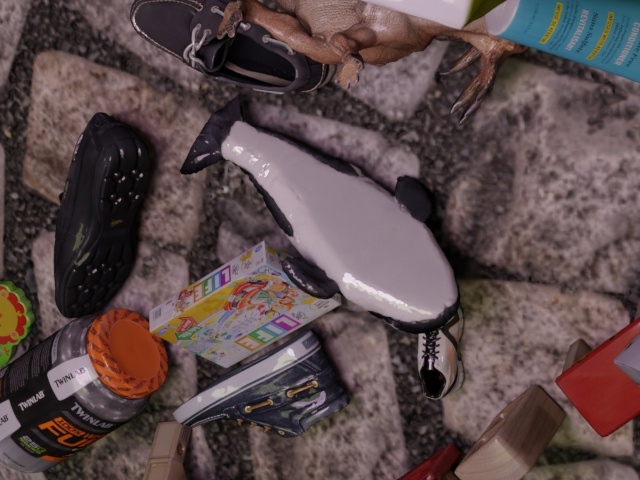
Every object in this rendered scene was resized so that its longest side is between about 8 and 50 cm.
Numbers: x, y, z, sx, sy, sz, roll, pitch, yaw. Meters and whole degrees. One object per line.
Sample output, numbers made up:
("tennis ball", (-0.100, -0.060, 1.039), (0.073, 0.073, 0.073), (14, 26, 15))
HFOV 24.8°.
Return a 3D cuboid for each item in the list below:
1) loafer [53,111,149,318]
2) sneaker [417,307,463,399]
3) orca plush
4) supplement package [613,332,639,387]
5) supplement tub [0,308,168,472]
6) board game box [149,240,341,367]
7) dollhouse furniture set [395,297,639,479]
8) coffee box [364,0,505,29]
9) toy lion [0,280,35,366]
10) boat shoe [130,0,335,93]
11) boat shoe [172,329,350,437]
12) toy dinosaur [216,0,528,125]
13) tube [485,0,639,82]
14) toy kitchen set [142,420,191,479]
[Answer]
("loafer", (-0.221, -0.022, 1.430), (0.078, 0.076, 0.223), (50, 133, 38))
("sneaker", (0.107, 0.094, 1.322), (0.040, 0.043, 0.109), (-2, 106, 29))
("orca plush", (0.000, 0.000, 1.309), (0.287, 0.151, 0.102), (26, 149, 12))
("supplement package", (0.385, 0.115, 1.065), (0.262, 0.198, 0.199), (44, 92, 5))
("supplement tub", (-0.250, 0.150, 1.475), (0.190, 0.117, 0.117), (-33, 92, 32))
("board game box", (-0.071, 0.063, 1.371), (0.154, 0.026, 0.103), (-31, 137, 32))
("dollhouse furniture set", (0.200, 0.241, 1.266), (0.201, 0.152, 0.374), (49, 122, 2))
("coffee box", (0.042, -0.379, 1.006), (0.334, 0.338, 0.338), (21, 116, 17))
("toy lion", (-0.348, 0.090, 1.554), (0.096, 0.034, 0.100), (2, 110, 17))
("boat shoe", (-0.089, -0.180, 1.303), (0.206, 0.065, 0.075), (21, 116, 18))
("boat shoe", (-0.060, 0.161, 1.415), (0.183, 0.065, 0.083), (-29, 93, 30))
("toy dinosaur", (0.048, -0.181, 1.209), (0.295, 0.200, 0.127), (22, 97, 44))
("tube", (0.228, -0.159, 1.118), (0.207, 0.052, 0.080), (11, 125, -21))
("toy kitchen set", (-0.126, 0.236, 1.497), (0.068, 0.075, 0.083), (-8, 144, 32))
